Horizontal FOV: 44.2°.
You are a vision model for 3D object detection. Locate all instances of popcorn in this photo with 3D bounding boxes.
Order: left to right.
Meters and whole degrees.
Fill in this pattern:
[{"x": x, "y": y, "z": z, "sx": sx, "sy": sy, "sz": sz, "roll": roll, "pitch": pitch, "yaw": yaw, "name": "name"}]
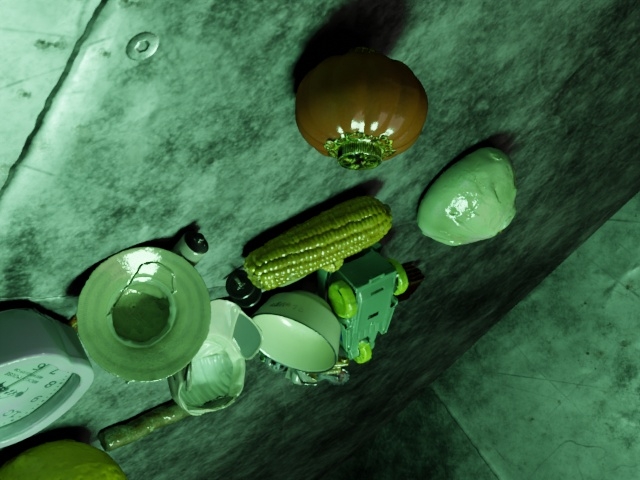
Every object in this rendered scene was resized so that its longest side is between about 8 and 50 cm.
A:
[{"x": 0.016, "y": 0.030, "z": 1.859, "sx": 0.084, "sy": 0.084, "sz": 0.084, "roll": -30, "pitch": 155, "yaw": -15, "name": "popcorn"}]

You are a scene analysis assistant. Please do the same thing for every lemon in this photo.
[{"x": -0.590, "y": 0.639, "z": 1.769, "sx": 0.350, "sy": 0.387, "sz": 0.350, "roll": -15, "pitch": 135, "yaw": -15, "name": "lemon"}]

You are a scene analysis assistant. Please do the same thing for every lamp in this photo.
[{"x": 0.067, "y": -0.218, "z": 1.306, "sx": 0.223, "sy": 0.196, "sz": 0.223, "roll": 2, "pitch": 163, "yaw": 1, "name": "lamp"}]

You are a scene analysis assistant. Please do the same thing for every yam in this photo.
[{"x": -0.443, "y": 0.470, "z": 2.033, "sx": 0.253, "sy": 0.061, "sz": 0.061, "roll": -19, "pitch": 151, "yaw": -33, "name": "yam"}]

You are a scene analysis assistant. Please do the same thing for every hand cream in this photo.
[{"x": -0.275, "y": 0.046, "z": 1.508, "sx": 0.087, "sy": 0.054, "sz": 0.186, "roll": 3, "pitch": 143, "yaw": -45, "name": "hand cream"}]

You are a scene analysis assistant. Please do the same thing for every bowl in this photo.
[{"x": -0.050, "y": 0.207, "z": 1.926, "sx": 0.237, "sy": 0.238, "sz": 0.126, "roll": 103, "pitch": 11, "yaw": -55, "name": "bowl"}]

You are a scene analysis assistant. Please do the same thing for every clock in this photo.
[{"x": -0.580, "y": 0.258, "z": 1.391, "sx": 0.338, "sy": 0.102, "sz": 0.338, "roll": -25, "pitch": 154, "yaw": -13, "name": "clock"}]

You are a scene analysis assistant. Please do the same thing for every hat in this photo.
[{"x": -0.337, "y": 0.134, "z": 1.474, "sx": 0.252, "sy": 0.252, "sz": 0.110, "roll": -27, "pitch": -166, "yaw": -21, "name": "hat"}, {"x": -0.262, "y": 0.263, "z": 1.808, "sx": 0.232, "sy": 0.161, "sz": 0.275, "roll": -27, "pitch": 133, "yaw": -48, "name": "hat"}]

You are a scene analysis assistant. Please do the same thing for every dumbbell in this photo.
[{"x": -0.168, "y": 0.106, "z": 1.730, "sx": 0.069, "sy": 0.069, "sz": 0.147, "roll": -34, "pitch": 157, "yaw": -5, "name": "dumbbell"}]

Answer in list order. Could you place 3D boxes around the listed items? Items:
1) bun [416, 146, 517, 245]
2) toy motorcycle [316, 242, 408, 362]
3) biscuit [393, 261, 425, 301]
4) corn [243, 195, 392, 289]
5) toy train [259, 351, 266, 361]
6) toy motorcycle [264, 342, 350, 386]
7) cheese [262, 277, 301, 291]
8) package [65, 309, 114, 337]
[{"x": 0.397, "y": -0.086, "z": 2.006, "sx": 0.293, "sy": 0.187, "sz": 0.293, "roll": -29, "pitch": 157, "yaw": -13, "name": "bun"}, {"x": 0.080, "y": 0.163, "z": 2.042, "sx": 0.191, "sy": 0.200, "sz": 0.326, "roll": -22, "pitch": 141, "yaw": -29, "name": "toy motorcycle"}, {"x": 0.189, "y": 0.137, "z": 2.268, "sx": 0.252, "sy": 0.070, "sz": 0.106, "roll": -13, "pitch": 148, "yaw": -41, "name": "biscuit"}, {"x": 0.000, "y": 0.000, "z": 1.711, "sx": 0.363, "sy": 0.120, "sz": 0.120, "roll": -24, "pitch": 153, "yaw": -23, "name": "corn"}, {"x": -0.090, "y": 0.292, "z": 2.178, "sx": 0.178, "sy": 0.071, "sz": 0.104, "roll": -6, "pitch": 131, "yaw": -47, "name": "toy train"}, {"x": -0.033, "y": 0.312, "z": 2.058, "sx": 0.094, "sy": 0.229, "sz": 0.129, "roll": -69, "pitch": 168, "yaw": -59, "name": "toy motorcycle"}, {"x": -0.095, "y": 0.086, "z": 1.830, "sx": 0.192, "sy": 0.037, "sz": 0.097, "roll": -32, "pitch": 155, "yaw": -12, "name": "cheese"}, {"x": -0.428, "y": 0.158, "z": 1.523, "sx": 0.108, "sy": 0.031, "sz": 0.121, "roll": -43, "pitch": 148, "yaw": 11, "name": "package"}]
